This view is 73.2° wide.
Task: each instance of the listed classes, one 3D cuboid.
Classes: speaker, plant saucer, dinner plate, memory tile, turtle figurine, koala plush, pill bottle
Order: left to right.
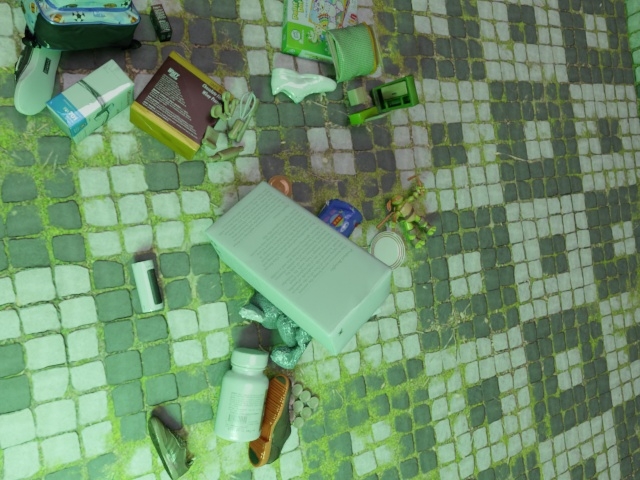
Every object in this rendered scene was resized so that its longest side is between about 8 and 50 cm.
[{"bbox_3d":[-0.463,0.120,1.152,0.055,0.055,0.136,-13,92,-25],"label":"speaker"},{"bbox_3d":[-0.214,0.425,1.209,0.131,0.131,0.229,12,83,-24],"label":"pill bottle"},{"bbox_3d":[-0.127,-0.162,1.342,0.084,0.013,0.083,2,86,-25],"label":"plant saucer"},{"bbox_3d":[-0.109,0.210,1.241,0.221,0.203,0.196,32,38,6],"label":"koala plush"},{"bbox_3d":[-0.084,0.500,1.331,0.148,0.012,0.113,45,71,-17],"label":"memory tile"},{"bbox_3d":[0.231,0.038,1.495,0.141,0.017,0.141,2,86,-25],"label":"dinner plate"},{"bbox_3d":[0.295,-0.078,1.493,0.217,0.087,0.269,51,61,-22],"label":"turtle figurine"}]

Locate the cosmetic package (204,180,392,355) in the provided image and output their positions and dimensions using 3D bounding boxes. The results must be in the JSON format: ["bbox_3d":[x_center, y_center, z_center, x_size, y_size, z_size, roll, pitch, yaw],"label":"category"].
[{"bbox_3d":[-0.061,0.060,1.145,0.453,0.161,0.230,36,68,25],"label":"cosmetic package"}]

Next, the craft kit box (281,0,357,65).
[{"bbox_3d":[0.000,-0.711,1.407,0.247,0.061,0.249,3,86,-22],"label":"craft kit box"}]

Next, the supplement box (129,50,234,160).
[{"bbox_3d":[-0.377,-0.359,1.174,0.191,0.129,0.194,34,75,-19],"label":"supplement box"}]

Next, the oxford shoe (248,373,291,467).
[{"bbox_3d":[-0.130,0.522,1.269,0.098,0.097,0.271,16,93,-44],"label":"oxford shoe"}]

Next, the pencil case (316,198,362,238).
[{"bbox_3d":[0.000,0.000,1.334,0.133,0.119,0.306,42,72,-11],"label":"pencil case"}]

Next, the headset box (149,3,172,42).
[{"bbox_3d":[-0.443,-0.604,1.192,0.032,0.062,0.083,-26,99,-24],"label":"headset box"}]

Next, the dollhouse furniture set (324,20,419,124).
[{"bbox_3d":[0.166,-0.547,1.372,0.198,0.151,0.301,-31,112,-35],"label":"dollhouse furniture set"}]

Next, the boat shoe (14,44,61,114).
[{"bbox_3d":[-0.706,-0.410,1.061,0.070,0.078,0.219,7,76,17],"label":"boat shoe"}]

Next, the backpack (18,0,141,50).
[{"bbox_3d":[-0.589,-0.607,1.021,0.277,0.213,0.263,-25,84,-45],"label":"backpack"}]

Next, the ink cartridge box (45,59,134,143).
[{"bbox_3d":[-0.568,-0.345,1.079,0.190,0.140,0.082,-45,104,-20],"label":"ink cartridge box"}]

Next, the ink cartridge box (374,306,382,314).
[{"bbox_3d":[0.145,0.227,1.440,0.115,0.029,0.062,-16,94,-26],"label":"ink cartridge box"}]

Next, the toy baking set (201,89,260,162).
[{"bbox_3d":[-0.238,-0.320,1.209,0.030,0.256,0.196,25,116,14],"label":"toy baking set"}]

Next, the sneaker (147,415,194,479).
[{"bbox_3d":[-0.404,0.546,1.163,0.071,0.066,0.188,-25,103,-40],"label":"sneaker"}]

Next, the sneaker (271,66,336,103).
[{"bbox_3d":[-0.054,-0.481,1.367,0.213,0.080,0.094,3,98,-18],"label":"sneaker"}]
